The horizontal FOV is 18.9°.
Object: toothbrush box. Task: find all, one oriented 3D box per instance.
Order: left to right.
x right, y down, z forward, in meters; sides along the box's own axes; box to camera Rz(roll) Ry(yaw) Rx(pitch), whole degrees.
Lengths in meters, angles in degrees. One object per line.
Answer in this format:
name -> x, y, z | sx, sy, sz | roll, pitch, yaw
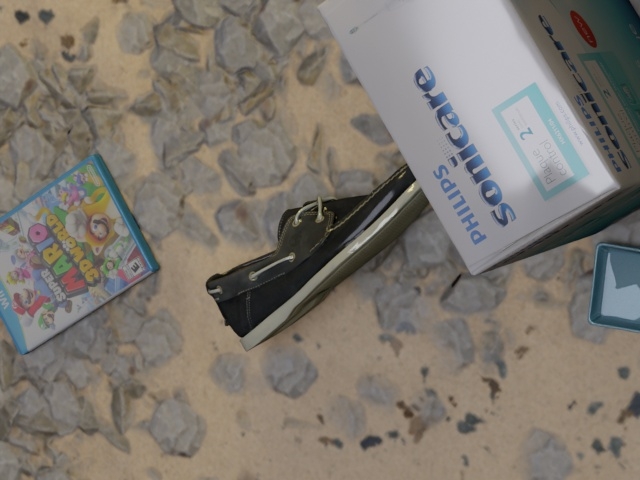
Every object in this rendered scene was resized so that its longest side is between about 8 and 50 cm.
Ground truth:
toothbrush box -> 0.152, -0.110, 1.382 | 0.126, 0.295, 0.216 | -33, 81, 25

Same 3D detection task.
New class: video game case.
video game case -> -0.235, 0.014, 1.737 | 0.166, 0.015, 0.119 | -32, 82, 25

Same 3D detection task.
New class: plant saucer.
plant saucer -> 0.303, 0.047, 1.484 | 0.192, 0.018, 0.067 | 10, 100, 25

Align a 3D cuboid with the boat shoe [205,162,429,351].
boat shoe -> 0.000, 0.000, 1.585 | 0.233, 0.084, 0.079 | -38, 80, 27
